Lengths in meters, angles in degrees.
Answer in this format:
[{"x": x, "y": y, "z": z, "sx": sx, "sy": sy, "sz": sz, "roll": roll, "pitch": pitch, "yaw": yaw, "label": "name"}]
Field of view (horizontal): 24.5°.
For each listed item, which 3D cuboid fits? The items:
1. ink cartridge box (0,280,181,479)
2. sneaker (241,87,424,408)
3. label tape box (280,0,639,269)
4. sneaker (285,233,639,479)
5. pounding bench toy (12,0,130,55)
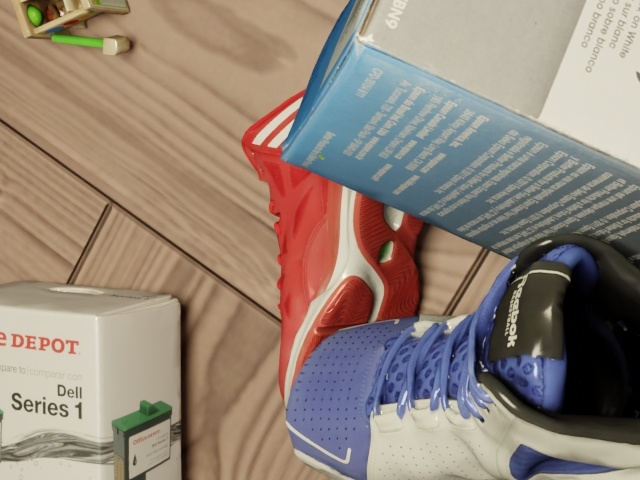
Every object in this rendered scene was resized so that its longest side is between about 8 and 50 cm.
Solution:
[{"x": -0.183, "y": 0.144, "z": 1.021, "sx": 0.160, "sy": 0.092, "sz": 0.219, "roll": 3, "pitch": 96, "yaw": 32, "label": "ink cartridge box"}, {"x": 0.000, "y": 0.000, "z": 0.961, "sx": 0.128, "sy": 0.087, "sz": 0.221, "roll": 41, "pitch": 121, "yaw": 42, "label": "sneaker"}, {"x": 0.163, "y": -0.041, "z": 0.759, "sx": 0.334, "sy": 0.240, "sz": 0.106, "roll": 24, "pitch": 78, "yaw": -6, "label": "label tape box"}, {"x": 0.108, "y": 0.066, "z": 0.790, "sx": 0.315, "sy": 0.182, "sz": 0.127, "roll": 4, "pitch": 59, "yaw": 36, "label": "sneaker"}, {"x": -0.174, "y": -0.158, "z": 1.020, "sx": 0.065, "sy": 0.052, "sz": 0.083, "roll": -19, "pitch": 87, "yaw": 24, "label": "pounding bench toy"}]
